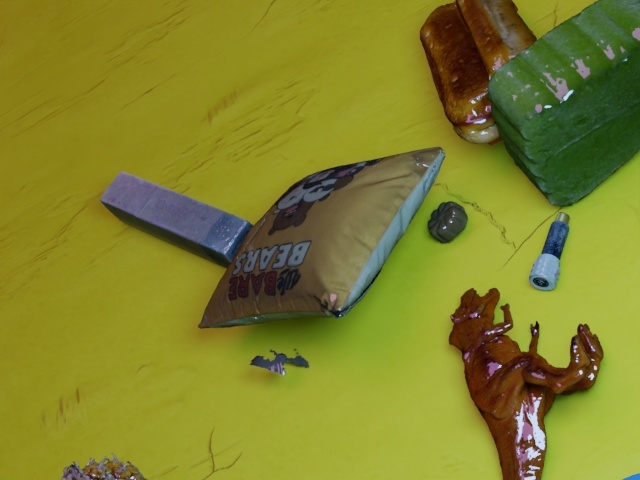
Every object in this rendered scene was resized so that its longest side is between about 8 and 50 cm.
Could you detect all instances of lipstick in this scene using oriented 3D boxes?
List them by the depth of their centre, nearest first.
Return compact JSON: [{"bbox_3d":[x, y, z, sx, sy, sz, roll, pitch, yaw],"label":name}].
[{"bbox_3d":[0.300,0.008,1.827,0.037,0.037,0.116,1,54,35],"label":"lipstick"},{"bbox_3d":[-0.215,-0.030,2.189,0.317,0.068,0.066,21,72,43],"label":"lipstick"}]

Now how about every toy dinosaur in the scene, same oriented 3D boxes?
[{"bbox_3d":[0.246,0.189,1.679,0.208,0.097,0.432,-34,39,28],"label":"toy dinosaur"}]

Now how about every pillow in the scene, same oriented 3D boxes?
[{"bbox_3d":[0.000,0.000,1.937,0.310,0.119,0.312,-8,39,48],"label":"pillow"}]

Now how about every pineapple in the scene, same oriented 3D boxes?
[{"bbox_3d":[-0.251,0.356,1.874,0.176,0.137,0.161,43,127,18],"label":"pineapple"}]

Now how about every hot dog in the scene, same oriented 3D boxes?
[{"bbox_3d":[0.235,-0.251,1.999,0.158,0.117,0.349,-46,26,19],"label":"hot dog"}]

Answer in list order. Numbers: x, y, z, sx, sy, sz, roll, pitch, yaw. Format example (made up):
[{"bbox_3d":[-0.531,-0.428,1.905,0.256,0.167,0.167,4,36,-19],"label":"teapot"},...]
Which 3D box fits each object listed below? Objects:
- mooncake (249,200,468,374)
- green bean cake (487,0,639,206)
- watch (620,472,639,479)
[{"bbox_3d":[0.058,0.073,1.939,0.347,0.057,0.150,-46,23,-16],"label":"mooncake"},{"bbox_3d":[0.346,-0.184,1.811,0.248,0.222,0.125,-34,51,0],"label":"green bean cake"},{"bbox_3d":[0.353,0.325,1.367,0.305,0.274,0.241,-3,56,27],"label":"watch"}]
